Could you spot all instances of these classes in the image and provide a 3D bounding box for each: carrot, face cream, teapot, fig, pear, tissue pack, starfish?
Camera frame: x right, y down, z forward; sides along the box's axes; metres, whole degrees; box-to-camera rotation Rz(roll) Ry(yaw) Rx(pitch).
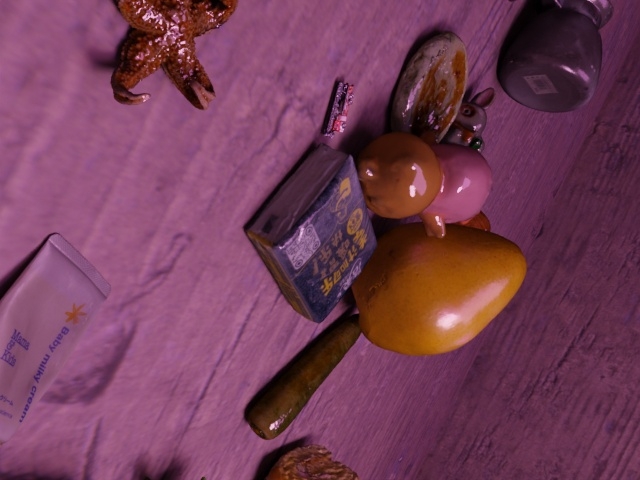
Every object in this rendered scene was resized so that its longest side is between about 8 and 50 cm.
[{"bbox_3d":[-0.008,0.248,1.123,0.358,0.074,0.074,-40,145,-40],"label":"carrot"},{"bbox_3d":[-0.287,0.111,0.541,0.224,0.070,0.114,-60,154,-26],"label":"face cream"},{"bbox_3d":[0.538,-0.493,1.351,0.285,0.305,0.223,-65,-170,-11],"label":"teapot"},{"bbox_3d":[0.385,-0.049,1.544,0.119,0.153,0.119,-44,-169,11],"label":"fig"},{"bbox_3d":[0.230,0.097,1.133,0.285,0.336,0.285,2,90,-73],"label":"pear"},{"bbox_3d":[0.000,0.000,0.906,0.185,0.081,0.257,-51,150,-18],"label":"tissue pack"},{"bbox_3d":[-0.128,-0.210,0.511,0.146,0.074,0.190,-4,117,-60],"label":"starfish"}]

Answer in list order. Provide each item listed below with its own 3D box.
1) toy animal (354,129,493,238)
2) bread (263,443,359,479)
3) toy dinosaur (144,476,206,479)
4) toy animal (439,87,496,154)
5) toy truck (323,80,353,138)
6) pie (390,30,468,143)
[{"bbox_3d":[0.165,-0.103,0.969,0.281,0.169,0.195,1,80,-30],"label":"toy animal"},{"bbox_3d":[-0.086,0.645,1.228,0.236,0.165,0.375,9,107,-59],"label":"bread"},{"bbox_3d":[-0.213,0.430,0.801,0.177,0.152,0.194,-118,-136,-88],"label":"toy dinosaur"},{"bbox_3d":[0.306,-0.233,1.243,0.108,0.138,0.236,17,73,-24],"label":"toy animal"},{"bbox_3d":[0.027,-0.193,0.848,0.032,0.024,0.083,0,113,-36],"label":"toy truck"},{"bbox_3d":[0.204,-0.267,1.062,0.240,0.054,0.241,-38,142,-36],"label":"pie"}]
